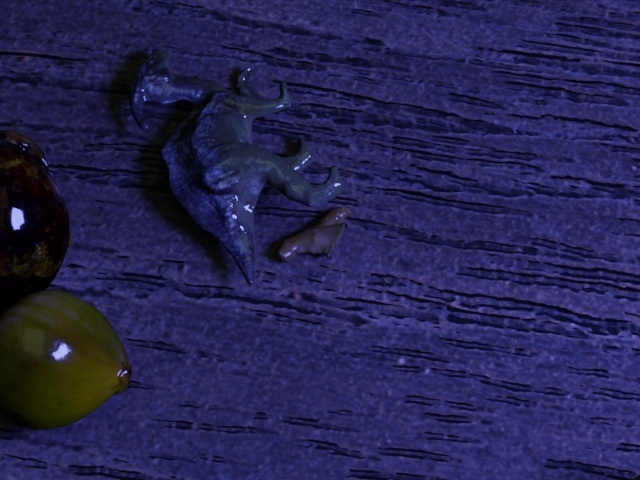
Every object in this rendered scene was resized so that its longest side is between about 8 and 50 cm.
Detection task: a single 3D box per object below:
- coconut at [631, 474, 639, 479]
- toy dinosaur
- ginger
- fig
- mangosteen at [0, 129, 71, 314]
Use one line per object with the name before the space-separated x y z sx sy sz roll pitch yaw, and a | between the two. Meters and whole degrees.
coconut | 0.354 0.280 1.857 0.161 0.162 0.161 -4 25 2
toy dinosaur | -0.091 -0.095 2.066 0.162 0.077 0.294 -23 54 -11
ginger | 0.001 0.000 2.049 0.097 0.030 0.048 -34 44 -22
fig | -0.264 0.114 1.914 0.153 0.136 0.121 -19 47 -40
mangosteen | -0.340 -0.029 1.967 0.192 0.192 0.217 14 32 2
